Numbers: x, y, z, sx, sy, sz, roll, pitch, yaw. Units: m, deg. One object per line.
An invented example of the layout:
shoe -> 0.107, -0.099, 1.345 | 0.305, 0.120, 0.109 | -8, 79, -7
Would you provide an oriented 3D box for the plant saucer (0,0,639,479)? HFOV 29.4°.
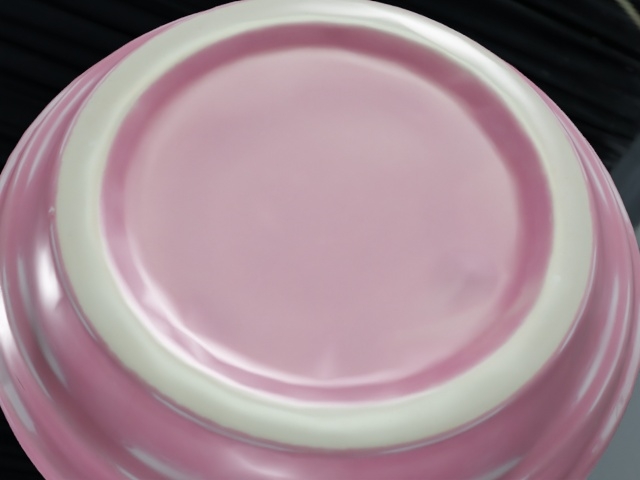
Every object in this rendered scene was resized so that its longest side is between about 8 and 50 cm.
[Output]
plant saucer -> 0.000, 0.000, 0.591 | 0.084, 0.332, 0.332 | 100, 166, -57
